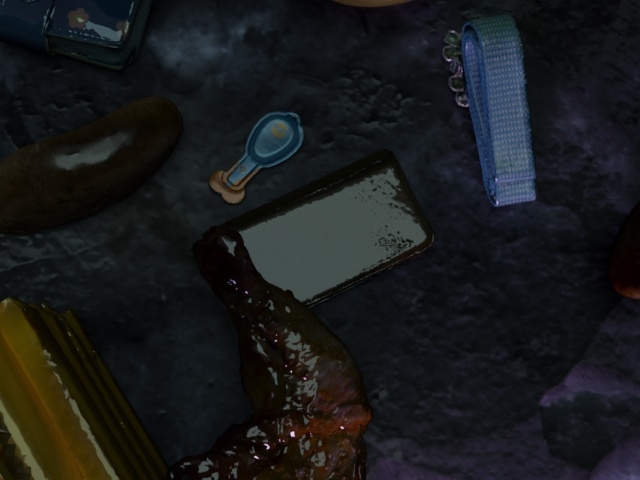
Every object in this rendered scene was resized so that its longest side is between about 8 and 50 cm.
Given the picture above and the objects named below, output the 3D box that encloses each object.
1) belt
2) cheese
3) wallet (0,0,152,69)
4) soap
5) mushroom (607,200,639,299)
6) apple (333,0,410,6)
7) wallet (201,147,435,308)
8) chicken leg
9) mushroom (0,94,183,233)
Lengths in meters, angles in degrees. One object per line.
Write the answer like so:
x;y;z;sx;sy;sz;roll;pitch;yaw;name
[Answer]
0.167;-0.124;0.879;0.065;0.100;0.179;-9;94;-7;belt
-0.059;-0.082;0.873;0.047;0.017;0.111;42;79;8;cheese
-0.262;-0.249;0.870;0.202;0.059;0.141;13;80;-2;wallet
-0.174;0.203;0.714;0.096;0.204;0.325;-32;82;-7;soap
0.399;0.025;0.844;0.227;0.148;0.218;-40;100;-5;mushroom
0.046;-0.307;0.843;0.199;0.200;0.200;1;79;-4;apple
0.000;0.000;0.854;0.198;0.031;0.110;-25;82;-8;wallet
-0.043;0.150;0.776;0.177;0.083;0.323;12;78;-31;chicken leg
-0.214;-0.067;0.824;0.209;0.094;0.072;-27;79;-13;mushroom
